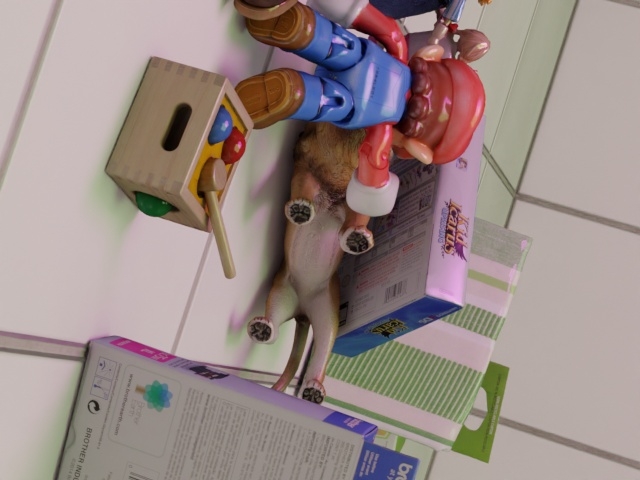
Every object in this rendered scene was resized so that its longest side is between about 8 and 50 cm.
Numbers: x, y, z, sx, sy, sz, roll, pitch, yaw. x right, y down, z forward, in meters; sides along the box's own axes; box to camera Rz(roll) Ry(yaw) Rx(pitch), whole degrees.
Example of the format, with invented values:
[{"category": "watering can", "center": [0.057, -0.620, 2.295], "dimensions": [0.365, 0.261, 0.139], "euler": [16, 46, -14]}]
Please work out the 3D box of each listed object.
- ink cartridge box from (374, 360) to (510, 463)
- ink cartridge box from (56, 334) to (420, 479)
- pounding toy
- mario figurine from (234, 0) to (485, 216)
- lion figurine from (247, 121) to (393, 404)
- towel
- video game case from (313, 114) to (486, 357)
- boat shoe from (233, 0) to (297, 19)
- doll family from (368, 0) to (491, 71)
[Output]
[{"category": "ink cartridge box", "center": [0.127, 0.238, 2.249], "dimensions": [0.097, 0.255, 0.188], "euler": [-51, 153, -55]}, {"category": "ink cartridge box", "center": [-0.077, 0.218, 1.360], "dimensions": [0.065, 0.311, 0.185], "euler": [-11, 117, -72]}, {"category": "pounding toy", "center": [-0.110, -0.060, 1.341], "dimensions": [0.130, 0.100, 0.141], "euler": [60, 49, -70]}, {"category": "mario figurine", "center": [0.030, -0.149, 1.606], "dimensions": [0.320, 0.170, 0.198], "euler": [15, 120, -47]}, {"category": "lion figurine", "center": [0.000, 0.000, 1.806], "dimensions": [0.240, 0.142, 0.392], "euler": [-80, -167, -60]}, {"category": "towel", "center": [0.127, 0.108, 2.153], "dimensions": [0.038, 0.248, 0.324], "euler": [147, -37, -84]}, {"category": "video game case", "center": [0.093, -0.007, 1.855], "dimensions": [0.269, 0.061, 0.244], "euler": [-30, -132, 57]}, {"category": "boat shoe", "center": [-0.018, -0.288, 1.477], "dimensions": [0.207, 0.073, 0.073], "euler": [-58, 161, -46]}, {"category": "doll family", "center": [0.123, -0.302, 1.716], "dimensions": [0.118, 0.163, 0.263], "euler": [41, 46, -61]}]
